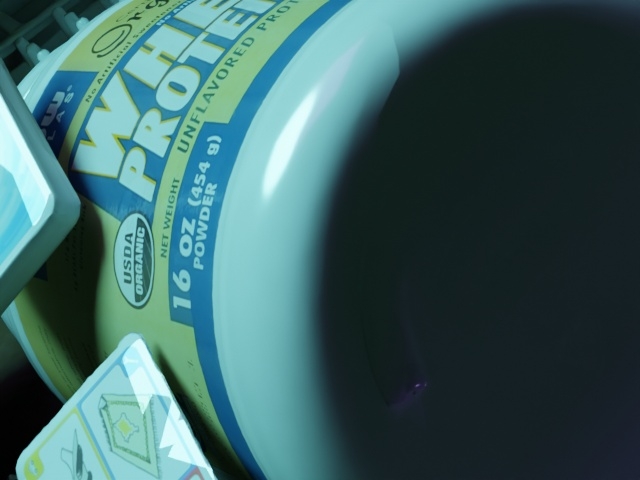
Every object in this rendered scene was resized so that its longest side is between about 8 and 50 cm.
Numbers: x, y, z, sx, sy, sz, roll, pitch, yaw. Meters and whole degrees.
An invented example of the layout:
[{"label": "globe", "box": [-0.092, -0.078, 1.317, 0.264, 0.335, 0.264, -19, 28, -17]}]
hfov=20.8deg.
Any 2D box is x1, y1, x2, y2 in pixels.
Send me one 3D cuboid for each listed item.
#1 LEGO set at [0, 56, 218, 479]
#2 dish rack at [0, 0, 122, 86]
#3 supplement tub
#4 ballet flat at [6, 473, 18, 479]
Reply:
[{"label": "LEGO set", "box": [-0.103, 0.085, 0.396, 0.182, 0.060, 0.244, -47, 54, 22]}, {"label": "dish rack", "box": [-0.066, -0.102, 0.824, 0.285, 0.072, 0.333, -40, 24, -9]}, {"label": "supplement tub", "box": [0.000, 0.000, 0.459, 0.144, 0.144, 0.199, -45, 25, -19]}, {"label": "ballet flat", "box": [-0.133, 0.149, 0.473, 0.250, 0.058, 0.084, -43, 24, -14]}]
